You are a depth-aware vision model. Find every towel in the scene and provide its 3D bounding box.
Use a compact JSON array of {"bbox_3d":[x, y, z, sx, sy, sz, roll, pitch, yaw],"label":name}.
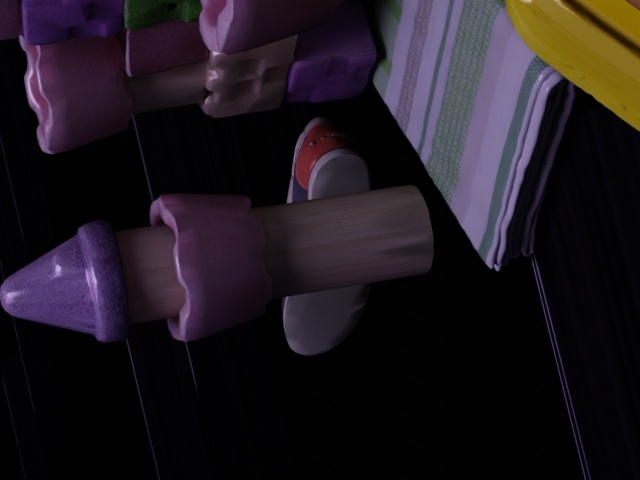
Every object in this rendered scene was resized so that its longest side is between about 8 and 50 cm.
[{"bbox_3d":[0.062,-0.076,0.689,0.113,0.023,0.152,101,151,-43],"label":"towel"}]

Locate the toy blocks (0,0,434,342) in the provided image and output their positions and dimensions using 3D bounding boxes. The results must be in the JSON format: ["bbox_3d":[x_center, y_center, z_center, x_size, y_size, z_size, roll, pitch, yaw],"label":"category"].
[{"bbox_3d":[-0.094,-0.139,0.648,0.288,0.260,0.309,105,153,-60],"label":"toy blocks"}]

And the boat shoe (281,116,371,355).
[{"bbox_3d":[0.000,0.000,0.850,0.043,0.049,0.137,-123,31,-49],"label":"boat shoe"}]

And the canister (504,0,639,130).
[{"bbox_3d":[0.128,-0.095,0.376,0.126,0.073,0.170,37,144,11],"label":"canister"}]
